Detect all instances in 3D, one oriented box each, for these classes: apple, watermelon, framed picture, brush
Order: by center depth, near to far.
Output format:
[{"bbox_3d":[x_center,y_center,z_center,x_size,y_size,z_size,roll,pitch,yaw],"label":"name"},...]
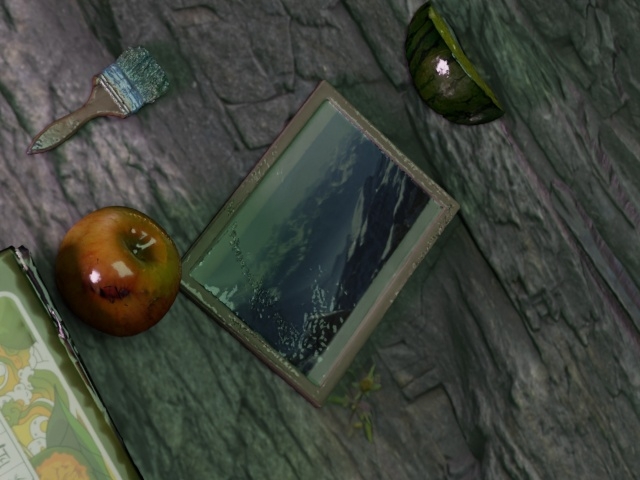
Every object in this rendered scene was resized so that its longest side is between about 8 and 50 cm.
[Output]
[{"bbox_3d":[-0.221,0.034,1.517,0.146,0.146,0.146,5,77,-24],"label":"apple"},{"bbox_3d":[-0.263,-0.155,1.597,0.196,0.021,0.070,-39,95,-26],"label":"brush"},{"bbox_3d":[0.000,0.000,1.690,0.247,0.022,0.335,42,65,-12],"label":"framed picture"},{"bbox_3d":[0.163,-0.216,1.806,0.181,0.075,0.092,53,20,-8],"label":"watermelon"}]

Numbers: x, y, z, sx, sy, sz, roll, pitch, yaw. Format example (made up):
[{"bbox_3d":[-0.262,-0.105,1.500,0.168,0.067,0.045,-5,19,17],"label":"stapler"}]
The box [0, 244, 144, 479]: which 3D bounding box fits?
[{"bbox_3d":[-0.405,0.259,1.377,0.420,0.138,0.373,-29,93,-27],"label":"box"}]
